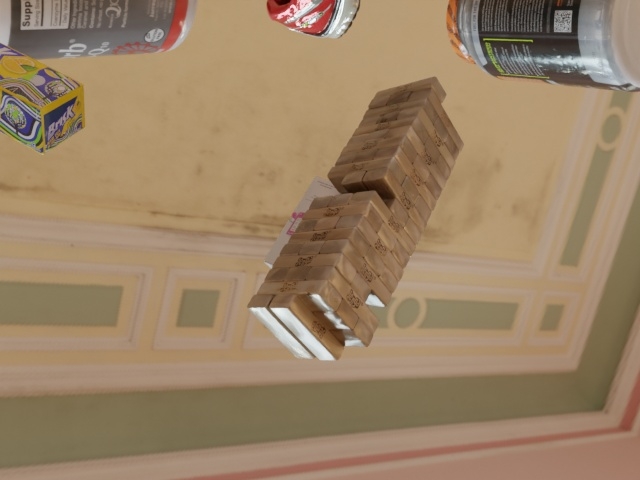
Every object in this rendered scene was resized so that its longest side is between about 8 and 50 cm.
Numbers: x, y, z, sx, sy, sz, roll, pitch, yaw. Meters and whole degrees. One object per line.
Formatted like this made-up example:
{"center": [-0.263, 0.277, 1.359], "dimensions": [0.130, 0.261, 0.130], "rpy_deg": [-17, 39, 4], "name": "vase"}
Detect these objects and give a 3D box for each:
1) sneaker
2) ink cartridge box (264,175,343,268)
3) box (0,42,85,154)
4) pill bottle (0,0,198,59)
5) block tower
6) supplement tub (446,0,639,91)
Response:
{"center": [0.004, -0.319, 0.714], "dimensions": [0.118, 0.107, 0.279], "rpy_deg": [6, -35, -13], "name": "sneaker"}
{"center": [0.000, 0.000, 0.837], "dimensions": [0.122, 0.052, 0.088], "rpy_deg": [-58, -39, -9], "name": "ink cartridge box"}
{"center": [-0.307, -0.148, 0.651], "dimensions": [0.059, 0.169, 0.054], "rpy_deg": [-52, -16, -46], "name": "box"}
{"center": [-0.354, -0.332, 0.866], "dimensions": [0.363, 0.210, 0.210], "rpy_deg": [-15, -65, -36], "name": "pill bottle"}
{"center": [0.054, -0.032, 0.757], "dimensions": [0.097, 0.091, 0.335], "rpy_deg": [51, -127, -32], "name": "block tower"}
{"center": [0.342, -0.321, 0.999], "dimensions": [0.194, 0.316, 0.193], "rpy_deg": [-11, -69, -31], "name": "supplement tub"}
